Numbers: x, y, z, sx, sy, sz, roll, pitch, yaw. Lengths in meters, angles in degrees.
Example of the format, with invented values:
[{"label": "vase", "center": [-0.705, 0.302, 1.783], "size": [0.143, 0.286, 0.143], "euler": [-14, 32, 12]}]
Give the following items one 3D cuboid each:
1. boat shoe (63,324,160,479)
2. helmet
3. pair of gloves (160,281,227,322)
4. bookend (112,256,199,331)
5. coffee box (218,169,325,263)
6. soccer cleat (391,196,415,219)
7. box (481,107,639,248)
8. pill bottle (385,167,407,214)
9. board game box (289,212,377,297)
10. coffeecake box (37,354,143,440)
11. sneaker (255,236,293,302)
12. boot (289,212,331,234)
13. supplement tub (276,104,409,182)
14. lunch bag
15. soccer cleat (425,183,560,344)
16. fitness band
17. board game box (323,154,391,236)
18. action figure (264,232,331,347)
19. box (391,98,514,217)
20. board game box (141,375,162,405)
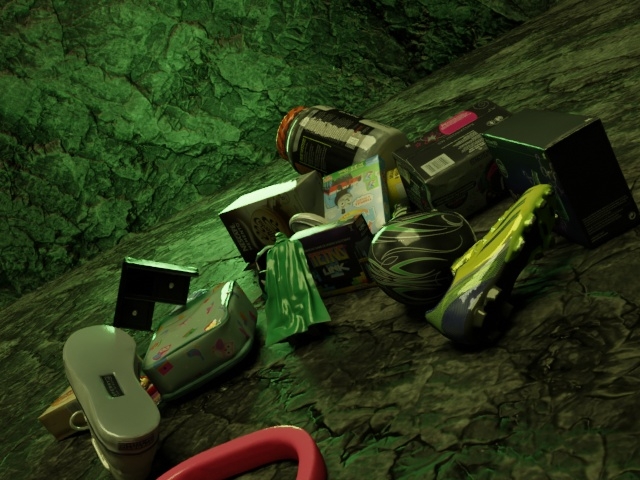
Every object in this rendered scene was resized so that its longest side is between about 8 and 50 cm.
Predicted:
[{"label": "boat shoe", "center": [-0.361, 0.291, 1.181], "size": [0.136, 0.156, 0.367], "euler": [-6, 26, -31]}, {"label": "helmet", "center": [0.163, 0.031, 1.111], "size": [0.162, 0.169, 0.169], "euler": [-13, 13, -11]}, {"label": "pair of gloves", "center": [-0.318, 0.165, 1.749], "size": [0.198, 0.023, 0.159], "euler": [-15, 23, 42]}, {"label": "bookend", "center": [-0.349, 0.126, 1.430], "size": [0.156, 0.157, 0.072], "euler": [10, 5, -14]}, {"label": "coffee box", "center": [-0.110, -0.058, 1.827], "size": [0.297, 0.168, 0.119], "euler": [-15, 20, 41]}, {"label": "soccer cleat", "center": [0.186, -0.039, 1.491], "size": [0.072, 0.060, 0.179], "euler": [-5, 32, 32]}, {"label": "box", "center": [0.393, -0.114, 1.133], "size": [0.103, 0.184, 0.261], "euler": [-28, 15, 0]}, {"label": "pill bottle", "center": [0.219, -0.134, 1.628], "size": [0.184, 0.103, 0.103], "euler": [-19, 18, 29]}, {"label": "board game box", "center": [0.036, 0.034, 1.347], "size": [0.170, 0.141, 0.048], "euler": [-17, 19, 37]}, {"label": "coffeecake box", "center": [-0.477, 0.317, 1.427], "size": [0.142, 0.068, 0.185], "euler": [-30, 13, 28]}, {"label": "sneaker", "center": [-0.076, 0.045, 1.497], "size": [0.108, 0.121, 0.302], "euler": [-20, 22, 11]}, {"label": "boot", "center": [0.000, 0.000, 1.519], "size": [0.190, 0.069, 0.086], "euler": [18, 40, 21]}, {"label": "supplement tub", "center": [0.056, -0.242, 1.826], "size": [0.338, 0.207, 0.207], "euler": [26, 50, 34]}, {"label": "lunch bag", "center": [-0.243, 0.197, 1.365], "size": [0.224, 0.108, 0.279], "euler": [-33, 13, 5]}, {"label": "soccer cleat", "center": [0.253, 0.022, 0.994], "size": [0.121, 0.093, 0.289], "euler": [14, 60, 46]}, {"label": "fitness band", "center": [-0.131, 0.333, 0.864], "size": [0.291, 0.054, 0.209], "euler": [-23, 16, 13]}, {"label": "board game box", "center": [0.085, -0.084, 1.606], "size": [0.160, 0.039, 0.211], "euler": [-20, 56, 27]}, {"label": "action figure", "center": [-0.056, 0.080, 1.288], "size": [0.137, 0.063, 0.232], "euler": [-22, 56, 14]}, {"label": "box", "center": [0.308, -0.160, 1.434], "size": [0.247, 0.142, 0.163], "euler": [-30, 37, -4]}, {"label": "board game box", "center": [-0.370, 0.308, 1.374], "size": [0.133, 0.033, 0.168], "euler": [-27, 16, 3]}]
